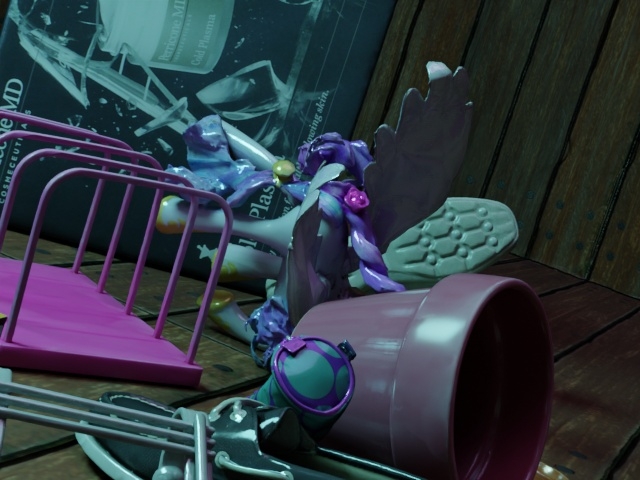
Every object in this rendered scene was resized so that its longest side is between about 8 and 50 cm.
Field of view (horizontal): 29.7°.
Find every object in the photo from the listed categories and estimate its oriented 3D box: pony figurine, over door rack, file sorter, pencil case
[{"bbox_3d":[0.000,0.000,1.239,0.363,0.351,0.303,24,44,31],"label":"pony figurine"},{"bbox_3d":[-0.155,0.166,0.505,0.239,0.108,0.324,15,23,-19],"label":"over door rack"},{"bbox_3d":[-0.242,-0.007,1.149,0.202,0.182,0.290,12,10,-38],"label":"file sorter"},{"bbox_3d":[-0.023,0.124,0.916,0.064,0.070,0.152,-17,-20,-25],"label":"pencil case"}]

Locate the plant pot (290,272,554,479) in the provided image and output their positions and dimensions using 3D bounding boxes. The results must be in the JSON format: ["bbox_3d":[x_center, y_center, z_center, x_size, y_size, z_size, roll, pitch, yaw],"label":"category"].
[{"bbox_3d":[0.075,0.123,1.008,0.180,0.201,0.201,5,-1,34],"label":"plant pot"}]

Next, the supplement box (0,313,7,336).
[{"bbox_3d":[-0.297,0.072,0.946,0.083,0.055,0.043,20,7,12],"label":"supplement box"}]

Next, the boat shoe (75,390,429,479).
[{"bbox_3d":[-0.032,0.156,0.822,0.302,0.091,0.114,21,8,21],"label":"boat shoe"}]

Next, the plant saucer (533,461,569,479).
[{"bbox_3d":[0.198,0.224,1.160,0.083,0.013,0.083,17,7,-2],"label":"plant saucer"}]

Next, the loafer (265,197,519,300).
[{"bbox_3d":[0.088,0.028,1.496,0.319,0.112,0.111,-16,-13,1],"label":"loafer"}]

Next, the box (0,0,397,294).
[{"bbox_3d":[-0.201,-0.225,1.655,0.471,0.480,0.297,16,9,-15],"label":"box"}]
